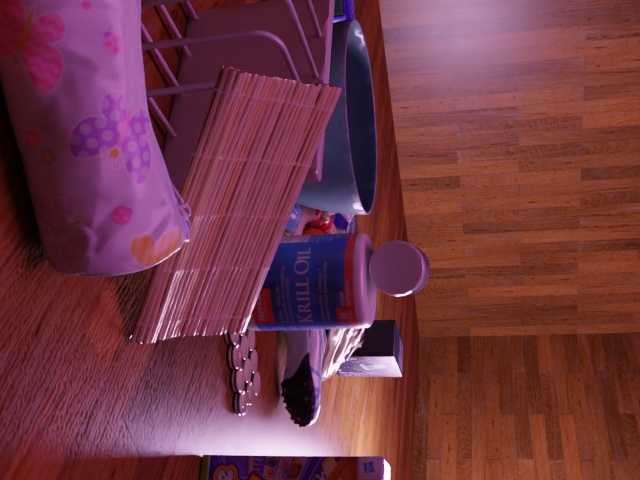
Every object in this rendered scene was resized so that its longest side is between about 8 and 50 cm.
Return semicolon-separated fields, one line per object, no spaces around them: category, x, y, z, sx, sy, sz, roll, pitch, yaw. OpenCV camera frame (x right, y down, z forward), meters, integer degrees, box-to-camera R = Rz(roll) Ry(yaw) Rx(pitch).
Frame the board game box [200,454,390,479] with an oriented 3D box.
board game box;-0.038;0.439;0.989;0.078;0.234;0.346;64;25;-63

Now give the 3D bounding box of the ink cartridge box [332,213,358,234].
ink cartridge box;0.051;0.013;1.937;0.165;0.065;0.332;-76;159;-53

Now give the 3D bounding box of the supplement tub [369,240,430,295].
supplement tub;0.103;0.037;1.061;0.107;0.071;0.070;11;76;-77

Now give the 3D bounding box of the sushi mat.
sushi mat;-0.088;-0.023;0.841;0.152;0.019;0.316;-3;125;-45

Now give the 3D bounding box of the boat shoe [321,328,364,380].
boat shoe;0.039;0.182;1.574;0.302;0.098;0.109;103;-23;-54

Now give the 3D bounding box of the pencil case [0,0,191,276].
pencil case;-0.187;-0.105;0.665;0.113;0.124;0.273;-66;151;-64

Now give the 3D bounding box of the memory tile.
memory tile;-0.115;0.175;1.220;0.113;0.012;0.147;-52;139;-72

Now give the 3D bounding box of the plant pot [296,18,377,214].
plant pot;-0.030;-0.178;1.254;0.290;0.196;0.290;-3;90;-78

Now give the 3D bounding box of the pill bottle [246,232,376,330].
pill bottle;-0.044;0.055;1.069;0.124;0.222;0.124;-3;90;-78

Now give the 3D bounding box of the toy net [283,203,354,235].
toy net;-0.021;-0.074;1.471;0.232;0.045;0.122;-3;61;-54

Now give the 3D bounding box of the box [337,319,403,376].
box;0.105;0.251;1.909;0.158;0.156;0.093;65;26;-61

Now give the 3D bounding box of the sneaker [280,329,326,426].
sneaker;-0.022;0.207;1.454;0.086;0.085;0.237;6;78;-47

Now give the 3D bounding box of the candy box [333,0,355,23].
candy box;0.002;-0.453;1.578;0.268;0.122;0.317;73;12;-61

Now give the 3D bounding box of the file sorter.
file sorter;-0.104;-0.218;0.933;0.173;0.193;0.277;63;27;-56

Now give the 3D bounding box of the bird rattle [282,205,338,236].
bird rattle;0.000;0.000;1.559;0.207;0.143;0.253;-29;114;-59
